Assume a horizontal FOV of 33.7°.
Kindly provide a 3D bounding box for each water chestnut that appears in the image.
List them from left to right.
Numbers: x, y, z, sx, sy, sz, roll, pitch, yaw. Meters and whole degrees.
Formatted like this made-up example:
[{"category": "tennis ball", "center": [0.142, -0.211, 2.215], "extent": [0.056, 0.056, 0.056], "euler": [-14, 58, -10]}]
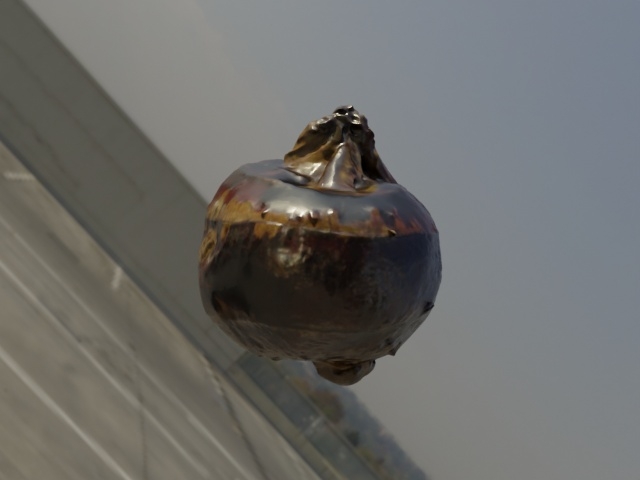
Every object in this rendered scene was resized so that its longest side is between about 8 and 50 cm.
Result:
[{"category": "water chestnut", "center": [0.000, 0.000, 0.933], "extent": [0.223, 0.238, 0.224], "euler": [7, 13, -2]}]
